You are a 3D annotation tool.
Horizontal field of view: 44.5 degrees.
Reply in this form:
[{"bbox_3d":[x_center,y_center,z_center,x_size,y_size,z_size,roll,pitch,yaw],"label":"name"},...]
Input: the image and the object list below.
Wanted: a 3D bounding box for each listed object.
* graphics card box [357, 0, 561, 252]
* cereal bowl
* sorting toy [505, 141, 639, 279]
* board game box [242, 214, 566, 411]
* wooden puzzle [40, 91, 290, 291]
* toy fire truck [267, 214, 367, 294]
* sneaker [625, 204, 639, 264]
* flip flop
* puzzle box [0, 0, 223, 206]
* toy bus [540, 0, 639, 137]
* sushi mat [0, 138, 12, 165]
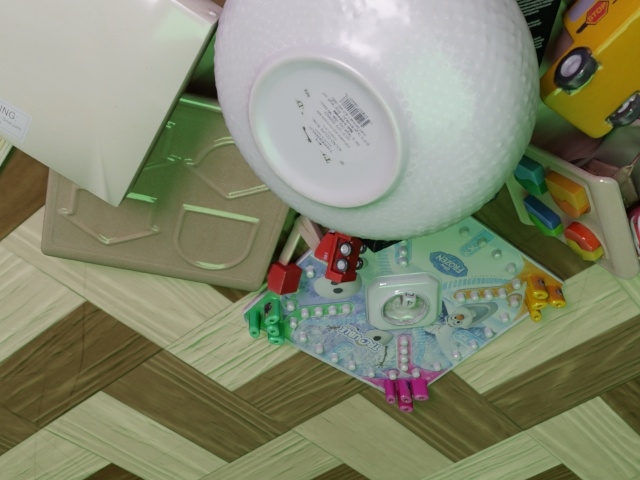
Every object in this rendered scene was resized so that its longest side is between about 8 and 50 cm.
[{"bbox_3d":[0.150,-0.178,0.925,0.232,0.094,0.371,-24,139,-30],"label":"graphics card box"},{"bbox_3d":[0.031,-0.135,0.766,0.339,0.141,0.339,18,132,22],"label":"cereal bowl"},{"bbox_3d":[0.325,-0.045,1.064,0.038,0.208,0.193,-41,129,-10],"label":"sorting toy"},{"bbox_3d":[0.138,0.112,1.281,0.390,0.050,0.390,31,123,-28],"label":"board game box"},{"bbox_3d":[-0.201,-0.078,1.072,0.322,0.080,0.348,11,135,-14],"label":"wooden puzzle"},{"bbox_3d":[0.000,0.000,1.144,0.047,0.135,0.192,-5,111,-55],"label":"toy fire truck"},{"bbox_3d":[0.456,0.002,1.085,0.136,0.116,0.314,-13,173,22],"label":"sneaker"},{"bbox_3d":[0.377,-0.078,1.031,0.112,0.080,0.277,40,156,-6],"label":"flip flop"},{"bbox_3d":[-0.337,-0.246,0.843,0.409,0.052,0.272,33,125,-8],"label":"puzzle box"},{"bbox_3d":[0.394,-0.278,0.895,0.108,0.130,0.333,26,125,-26],"label":"toy bus"},{"bbox_3d":[-0.465,-0.164,1.008,0.151,0.019,0.316,28,124,-27],"label":"sushi mat"}]
